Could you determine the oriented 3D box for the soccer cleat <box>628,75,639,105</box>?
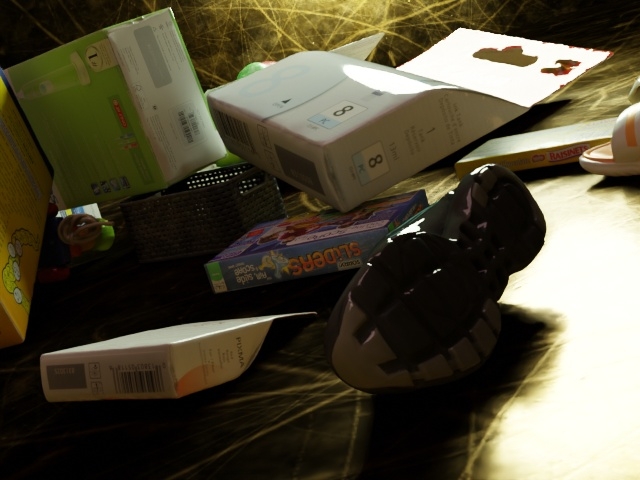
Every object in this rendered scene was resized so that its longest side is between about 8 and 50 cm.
[{"bbox_3d":[0.424,-0.163,1.099,0.076,0.068,0.196,-50,24,2],"label":"soccer cleat"}]

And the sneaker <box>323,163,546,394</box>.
[{"bbox_3d":[0.072,0.037,0.679,0.106,0.101,0.267,-35,0,38],"label":"sneaker"}]

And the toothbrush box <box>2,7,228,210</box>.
[{"bbox_3d":[-0.287,-0.164,1.298,0.283,0.206,0.122,-9,18,42],"label":"toothbrush box"}]

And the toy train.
[{"bbox_3d":[-0.330,-0.002,1.322,0.248,0.105,0.143,-10,1,28],"label":"toy train"}]

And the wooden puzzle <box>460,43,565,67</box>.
[{"bbox_3d":[0.170,-0.216,1.520,0.348,0.080,0.322,-12,1,41],"label":"wooden puzzle"}]

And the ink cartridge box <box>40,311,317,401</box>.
[{"bbox_3d":[-0.108,0.092,0.786,0.146,0.045,0.179,-8,-3,36],"label":"ink cartridge box"}]

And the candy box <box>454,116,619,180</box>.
[{"bbox_3d":[0.267,-0.108,1.125,0.206,0.027,0.105,-7,14,36],"label":"candy box"}]

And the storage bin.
[{"bbox_3d":[-0.147,-0.036,1.234,0.180,0.084,0.122,-7,16,34],"label":"storage bin"}]

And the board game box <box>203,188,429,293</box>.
[{"bbox_3d":[0.000,0.000,0.999,0.201,0.035,0.136,-11,14,25],"label":"board game box"}]

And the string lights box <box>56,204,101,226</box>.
[{"bbox_3d":[-0.478,-0.037,1.547,0.077,0.133,0.260,-7,17,36],"label":"string lights box"}]

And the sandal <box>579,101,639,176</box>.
[{"bbox_3d":[0.368,-0.116,0.917,0.265,0.076,0.102,-5,18,44],"label":"sandal"}]

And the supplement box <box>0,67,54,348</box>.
[{"bbox_3d":[-0.445,-0.037,1.117,0.194,0.195,0.356,-17,35,3],"label":"supplement box"}]

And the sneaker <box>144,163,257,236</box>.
[{"bbox_3d":[-0.171,-0.080,1.428,0.094,0.091,0.258,-11,14,26],"label":"sneaker"}]

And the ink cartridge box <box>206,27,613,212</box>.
[{"bbox_3d":[0.096,-0.191,1.160,0.385,0.091,0.308,-31,28,-17],"label":"ink cartridge box"}]

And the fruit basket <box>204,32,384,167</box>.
[{"bbox_3d":[-0.097,-0.227,1.615,0.327,0.165,0.353,-24,-13,-25],"label":"fruit basket"}]
